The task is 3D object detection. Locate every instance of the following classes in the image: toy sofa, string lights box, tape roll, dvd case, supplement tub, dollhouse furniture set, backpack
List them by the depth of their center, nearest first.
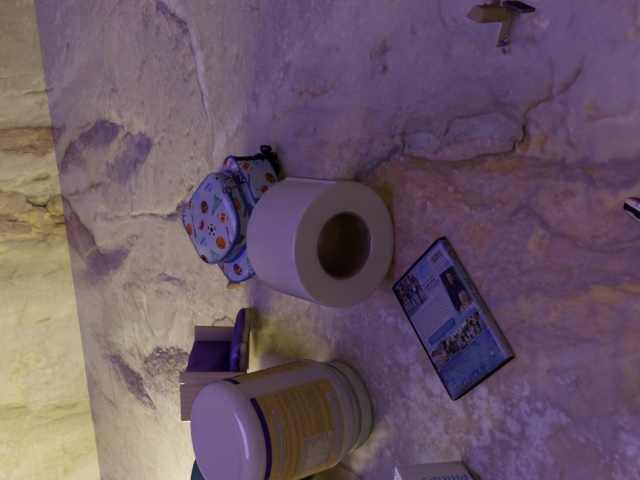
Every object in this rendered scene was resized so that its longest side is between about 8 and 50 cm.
[{"bbox_3d":[0.254,-0.332,1.222,0.091,0.114,0.081,41,133,39],"label":"dollhouse furniture set"},{"bbox_3d":[0.234,0.145,1.440,0.253,0.022,0.180,63,142,23],"label":"dvd case"},{"bbox_3d":[0.202,0.549,1.472,0.077,0.133,0.260,-126,37,-69],"label":"string lights box"},{"bbox_3d":[0.000,0.000,1.542,0.169,0.246,0.246,11,106,53],"label":"tape roll"},{"bbox_3d":[-0.080,0.385,1.656,0.241,0.331,0.241,10,102,50],"label":"supplement tub"},{"bbox_3d":[-0.178,-0.040,1.832,0.263,0.213,0.276,55,136,15],"label":"backpack"},{"bbox_3d":[-0.248,0.285,1.893,0.362,0.150,0.177,-107,17,-78],"label":"toy sofa"}]

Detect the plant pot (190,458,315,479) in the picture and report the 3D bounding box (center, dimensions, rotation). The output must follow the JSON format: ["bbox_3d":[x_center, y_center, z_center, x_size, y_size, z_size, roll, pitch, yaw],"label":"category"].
[{"bbox_3d":[-0.185,0.569,1.814,0.272,0.271,0.255,49,123,37],"label":"plant pot"}]

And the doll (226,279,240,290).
[{"bbox_3d":[-0.258,0.037,2.085,0.189,0.046,0.129,60,150,36],"label":"doll"}]

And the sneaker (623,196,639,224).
[{"bbox_3d":[0.465,0.007,1.045,0.170,0.063,0.075,44,125,34],"label":"sneaker"}]
